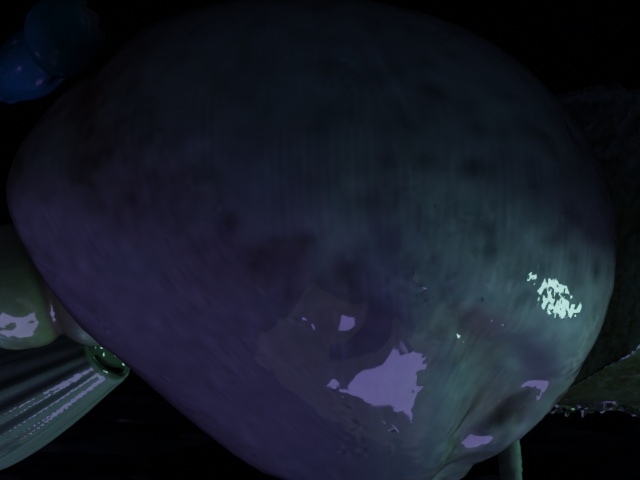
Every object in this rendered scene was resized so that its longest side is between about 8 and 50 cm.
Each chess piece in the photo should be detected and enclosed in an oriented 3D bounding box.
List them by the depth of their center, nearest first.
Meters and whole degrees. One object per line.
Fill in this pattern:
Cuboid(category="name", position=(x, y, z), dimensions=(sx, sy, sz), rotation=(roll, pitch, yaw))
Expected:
Cuboid(category="chess piece", position=(-0.147, 0.026, 1.416), dimensions=(0.243, 0.133, 0.133), rotation=(-9, 162, 1))

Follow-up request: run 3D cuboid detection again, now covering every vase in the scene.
Cuboid(category="vase", position=(-0.282, 0.139, 1.828), dimensions=(0.248, 0.128, 0.128), rotation=(-25, 151, 33))

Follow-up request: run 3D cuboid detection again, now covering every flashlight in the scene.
Cuboid(category="flashlight", position=(-0.172, -0.112, 1.172), dimensions=(0.051, 0.051, 0.129), rotation=(10, 164, -29))

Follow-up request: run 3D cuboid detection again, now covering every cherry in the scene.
Cuboid(category="cherry", position=(0.008, -0.001, 1.139), dimensions=(0.326, 0.291, 0.335), rotation=(6, 156, 41))

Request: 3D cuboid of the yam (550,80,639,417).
Cuboid(category="yam", position=(0.274, 0.036, 1.329), dimensions=(0.348, 0.241, 0.241), rotation=(15, 156, -31))
